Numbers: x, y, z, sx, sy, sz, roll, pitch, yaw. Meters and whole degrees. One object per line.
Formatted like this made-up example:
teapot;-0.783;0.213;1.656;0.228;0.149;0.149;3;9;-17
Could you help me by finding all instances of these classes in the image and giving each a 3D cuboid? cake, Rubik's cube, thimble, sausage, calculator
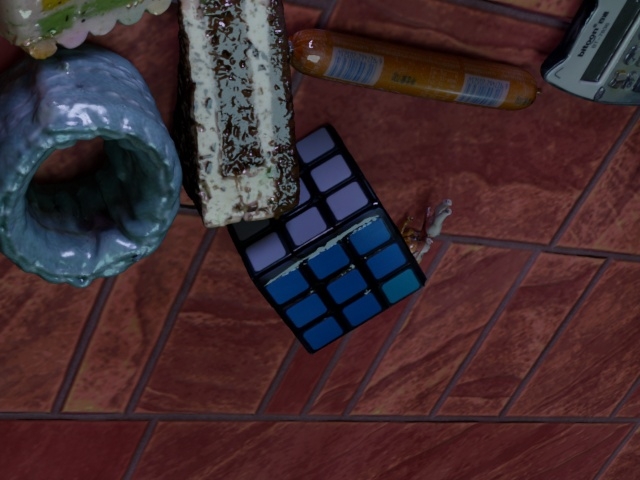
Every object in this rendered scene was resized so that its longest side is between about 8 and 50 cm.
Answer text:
cake;-0.077;-0.122;1.186;0.112;0.135;0.246;-11;145;-18
Rubik's cube;0.000;0.000;1.351;0.160;0.163;0.162;-31;136;2
thimble;-0.241;-0.076;1.166;0.198;0.143;0.235;-14;133;-16
sausage;0.107;-0.183;1.313;0.348;0.053;0.053;5;128;-31
calculator;0.384;-0.236;1.419;0.268;0.040;0.177;6;128;-33
cake;-0.192;-0.240;1.078;0.225;0.090;0.109;-15;132;-16

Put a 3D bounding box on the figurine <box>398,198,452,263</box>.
figurine;0.126;-0.013;1.484;0.047;0.064;0.109;24;134;-15
